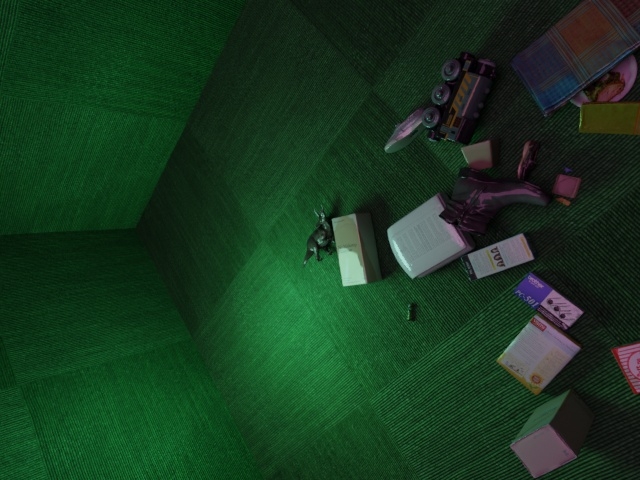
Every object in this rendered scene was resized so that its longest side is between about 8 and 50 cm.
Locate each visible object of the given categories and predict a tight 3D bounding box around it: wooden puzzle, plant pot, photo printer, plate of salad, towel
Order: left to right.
[{"bbox_3d":[0.421,-0.006,1.773,0.308,0.107,0.255,-38,69,36],"label":"photo printer"},{"bbox_3d":[0.588,-0.308,1.613,0.109,0.109,0.096,-10,99,40],"label":"plant pot"},{"bbox_3d":[0.819,-0.180,1.484,0.079,0.014,0.116,29,112,30],"label":"wooden puzzle"},{"bbox_3d":[0.807,-0.604,1.393,0.370,0.040,0.271,-39,53,36],"label":"towel"},{"bbox_3d":[0.865,-0.513,1.391,0.200,0.048,0.199,5,98,40],"label":"plate of salad"},{"bbox_3d":[0.919,-0.369,1.352,0.237,0.021,0.102,14,128,38],"label":"towel"}]

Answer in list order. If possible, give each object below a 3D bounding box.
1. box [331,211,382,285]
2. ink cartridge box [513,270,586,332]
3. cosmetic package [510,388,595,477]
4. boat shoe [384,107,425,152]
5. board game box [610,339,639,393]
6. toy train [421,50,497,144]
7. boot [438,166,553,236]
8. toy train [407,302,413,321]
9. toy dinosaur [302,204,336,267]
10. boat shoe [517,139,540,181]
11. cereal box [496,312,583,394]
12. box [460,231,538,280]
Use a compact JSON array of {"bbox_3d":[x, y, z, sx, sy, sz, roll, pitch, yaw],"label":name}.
[{"bbox_3d":[0.162,0.038,1.987,0.148,0.121,0.310,-14,85,41],"label":"box"},{"bbox_3d":[0.782,0.208,1.529,0.207,0.046,0.097,44,119,29],"label":"ink cartridge box"},{"bbox_3d":[0.746,0.605,1.422,0.160,0.310,0.113,-50,63,31],"label":"cosmetic package"},{"bbox_3d":[0.348,-0.450,1.823,0.228,0.079,0.081,-38,61,31],"label":"boat shoe"},{"bbox_3d":[1.017,0.367,1.345,0.194,0.045,0.146,-33,73,37],"label":"board game box"},{"bbox_3d":[0.508,-0.507,1.626,0.190,0.142,0.333,35,113,36],"label":"toy train"},{"bbox_3d":[0.606,-0.110,1.559,0.338,0.118,0.222,21,89,37],"label":"boot"},{"bbox_3d":[0.380,0.306,1.891,0.017,0.024,0.083,10,100,39],"label":"toy train"},{"bbox_3d":[0.000,0.000,2.146,0.160,0.121,0.313,55,130,37],"label":"toy dinosaur"},{"bbox_3d":[0.717,-0.267,1.533,0.049,0.056,0.152,16,104,44],"label":"boat shoe"},{"bbox_3d":[0.762,0.396,1.562,0.173,0.047,0.240,43,119,29],"label":"cereal box"},{"bbox_3d":[0.646,0.061,1.620,0.244,0.060,0.100,-28,76,38],"label":"box"}]
